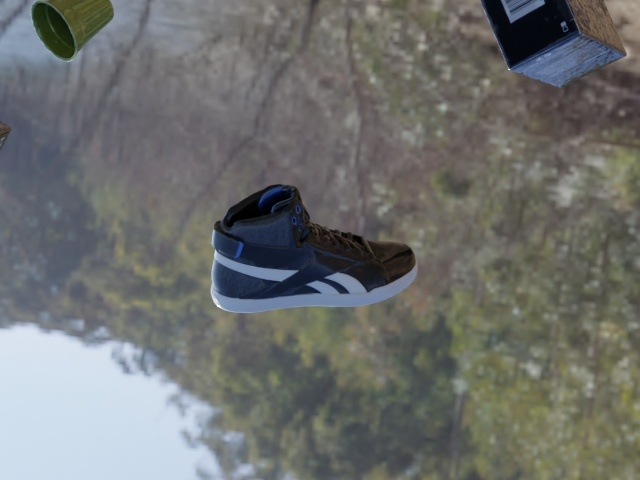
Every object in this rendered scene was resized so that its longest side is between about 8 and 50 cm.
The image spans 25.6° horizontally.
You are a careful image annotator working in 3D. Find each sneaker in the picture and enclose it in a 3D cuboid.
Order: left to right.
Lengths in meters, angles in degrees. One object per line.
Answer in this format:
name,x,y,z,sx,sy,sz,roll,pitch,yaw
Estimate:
sneaker,0.000,0.000,1.387,0.217,0.121,0.079,-8,-149,-19

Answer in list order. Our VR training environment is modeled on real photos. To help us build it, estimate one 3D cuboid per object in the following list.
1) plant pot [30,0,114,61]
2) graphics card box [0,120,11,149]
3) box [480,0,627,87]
plant pot,-0.300,-0.276,1.740,0.083,0.083,0.079,12,-140,46
graphics card box,-0.557,-0.138,1.752,0.233,0.094,0.371,29,-165,-1
box,0.249,-0.264,1.565,0.093,0.156,0.158,-27,164,27
